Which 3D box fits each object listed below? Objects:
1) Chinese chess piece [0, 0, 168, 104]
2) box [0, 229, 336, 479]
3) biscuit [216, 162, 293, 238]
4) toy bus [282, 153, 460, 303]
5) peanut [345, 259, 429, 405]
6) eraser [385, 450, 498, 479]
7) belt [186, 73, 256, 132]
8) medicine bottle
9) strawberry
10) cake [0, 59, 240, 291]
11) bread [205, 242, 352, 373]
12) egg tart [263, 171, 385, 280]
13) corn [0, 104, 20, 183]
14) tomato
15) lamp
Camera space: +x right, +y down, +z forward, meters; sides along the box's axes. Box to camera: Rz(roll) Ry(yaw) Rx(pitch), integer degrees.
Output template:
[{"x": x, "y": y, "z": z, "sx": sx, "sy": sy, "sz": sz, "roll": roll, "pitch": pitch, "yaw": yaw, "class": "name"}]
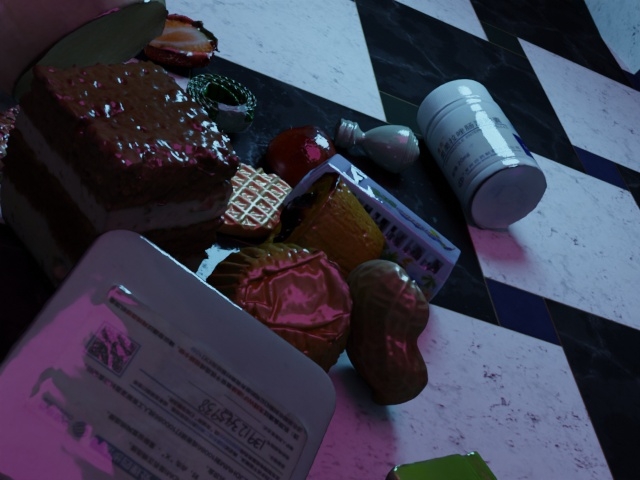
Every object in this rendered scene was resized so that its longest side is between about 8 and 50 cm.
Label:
[{"x": -0.424, "y": -0.370, "z": 1.762, "sx": 0.140, "sy": 0.338, "sz": 0.338, "roll": 56, "pitch": 35, "yaw": 3, "class": "Chinese chess piece"}, {"x": -0.200, "y": 0.224, "z": 1.254, "sx": 0.396, "sy": 0.111, "sz": 0.396, "roll": 37, "pitch": 44, "yaw": -9, "class": "box"}, {"x": -0.175, "y": -0.086, "z": 1.859, "sx": 0.309, "sy": 0.040, "sz": 0.205, "roll": 15, "pitch": 35, "yaw": -24, "class": "biscuit"}, {"x": 0.096, "y": -0.019, "z": 1.895, "sx": 0.329, "sy": 0.136, "sz": 0.109, "roll": 38, "pitch": 30, "yaw": 1, "class": "toy bus"}, {"x": 0.101, "y": 0.146, "z": 1.616, "sx": 0.110, "sy": 0.233, "sz": 0.196, "roll": 1, "pitch": -1, "yaw": -26, "class": "peanut"}, {"x": 0.216, "y": 0.433, "z": 1.432, "sx": 0.210, "sy": 0.092, "sz": 0.274, "roll": 0, "pitch": 42, "yaw": -42, "class": "eraser"}, {"x": -0.201, "y": -0.265, "z": 2.057, "sx": 0.151, "sy": 0.079, "sz": 0.121, "roll": 22, "pitch": 42, "yaw": 5, "class": "belt"}, {"x": 0.357, "y": -0.202, "z": 2.327, "sx": 0.190, "sy": 0.190, "sz": 0.332, "roll": 10, "pitch": 38, "yaw": -31, "class": "medicine bottle"}, {"x": -0.301, "y": -0.406, "z": 2.159, "sx": 0.187, "sy": 0.082, "sz": 0.146, "roll": -13, "pitch": 47, "yaw": -41, "class": "strawberry"}, {"x": -0.305, "y": -0.086, "z": 1.514, "sx": 0.255, "sy": 0.290, "sz": 0.282, "roll": -10, "pitch": 49, "yaw": -49, "class": "cake"}, {"x": -0.064, "y": 0.110, "z": 1.537, "sx": 0.240, "sy": 0.139, "sz": 0.240, "roll": 4, "pitch": 75, "yaw": -14, "class": "bread"}, {"x": 0.000, "y": 0.000, "z": 1.757, "sx": 0.171, "sy": 0.215, "sz": 0.215, "roll": 42, "pitch": 30, "yaw": -13, "class": "egg tart"}, {"x": -0.484, "y": -0.165, "z": 1.654, "sx": 0.098, "sy": 0.098, "sz": 0.290, "roll": 34, "pitch": 32, "yaw": 4, "class": "corn"}, {"x": -0.010, "y": -0.167, "z": 2.054, "sx": 0.189, "sy": 0.099, "sz": 0.173, "roll": 3, "pitch": 40, "yaw": -40, "class": "tomato"}, {"x": 0.123, "y": -0.212, "z": 2.239, "sx": 0.193, "sy": 0.106, "sz": 0.106, "roll": 17, "pitch": 34, "yaw": -7, "class": "lamp"}]
